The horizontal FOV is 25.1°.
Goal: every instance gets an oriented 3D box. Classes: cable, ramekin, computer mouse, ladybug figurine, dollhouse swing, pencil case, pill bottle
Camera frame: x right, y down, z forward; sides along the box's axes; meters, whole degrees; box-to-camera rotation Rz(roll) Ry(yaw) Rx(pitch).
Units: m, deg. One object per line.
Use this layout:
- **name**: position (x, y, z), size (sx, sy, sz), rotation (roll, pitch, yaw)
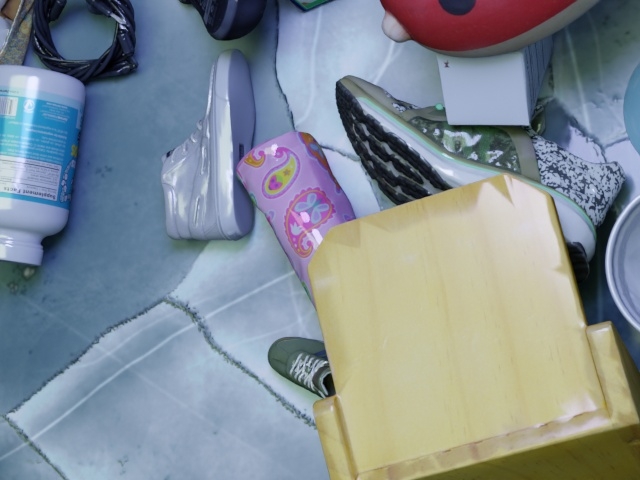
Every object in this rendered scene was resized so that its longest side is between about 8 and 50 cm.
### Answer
- **cable**: position (-0.339, -0.295, 2.000), size (0.184, 0.047, 0.150), rotation (0, 118, 31)
- **ramekin**: position (0.443, 0.031, 1.677), size (0.207, 0.109, 0.207), rotation (-3, 82, 20)
- **computer mouse**: position (-0.118, -0.350, 1.876), size (0.272, 0.072, 0.188), rotation (-117, 39, -53)
- **ladybug figurine**: position (0.215, -0.392, 1.564), size (0.305, 0.162, 0.449), rotation (42, 107, 14)
- **dollhouse swing**: position (0.185, 0.143, 1.690), size (0.347, 0.315, 0.305), rotation (-18, 60, 15)
- **pencil case**: position (0.000, 0.000, 1.835), size (0.124, 0.124, 0.284), rotation (-32, 75, 13)
- **pill bottle**: position (-0.412, -0.101, 1.980), size (0.146, 0.146, 0.264), rotation (7, 86, 20)

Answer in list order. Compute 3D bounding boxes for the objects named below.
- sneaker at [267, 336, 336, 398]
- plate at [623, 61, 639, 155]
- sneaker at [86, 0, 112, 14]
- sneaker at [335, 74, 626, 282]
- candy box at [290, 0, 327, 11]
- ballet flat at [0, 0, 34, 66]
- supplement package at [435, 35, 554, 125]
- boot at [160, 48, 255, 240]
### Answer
- **sneaker**: position (0.009, 0.169, 1.827), size (0.192, 0.086, 0.064), rotation (22, 91, 21)
- **plate**: position (0.460, -0.165, 1.741), size (0.188, 0.024, 0.188), rotation (-3, 81, 20)
- **sneaker**: position (-0.298, -0.387, 2.027), size (0.059, 0.053, 0.144), rotation (23, 86, 26)
- **sneaker**: position (0.201, -0.109, 1.794), size (0.410, 0.158, 0.182), rotation (34, 64, 22)
- **candy box**: position (0.060, -0.491, 1.872), size (0.317, 0.122, 0.268), rotation (-21, 76, 18)
- **ballet flat**: position (-0.463, -0.352, 2.047), size (0.123, 0.123, 0.348), rotation (21, 91, 21)
- **supplement package**: position (0.215, -0.232, 1.746), size (0.105, 0.105, 0.179), rotation (3, 40, 20)
- **boot**: position (-0.159, -0.126, 1.921), size (0.123, 0.095, 0.258), rotation (-3, 79, 21)
